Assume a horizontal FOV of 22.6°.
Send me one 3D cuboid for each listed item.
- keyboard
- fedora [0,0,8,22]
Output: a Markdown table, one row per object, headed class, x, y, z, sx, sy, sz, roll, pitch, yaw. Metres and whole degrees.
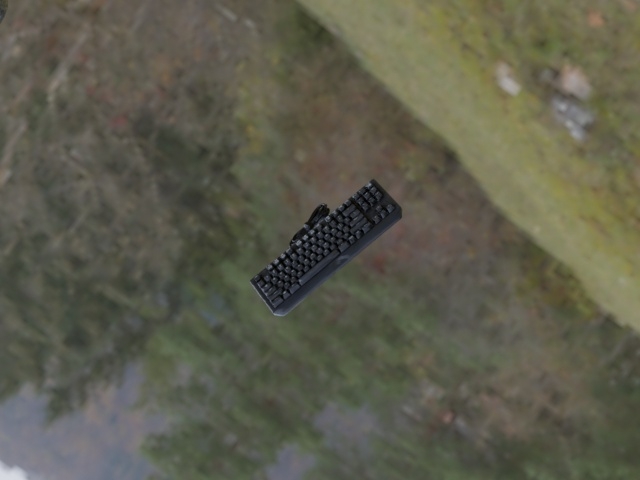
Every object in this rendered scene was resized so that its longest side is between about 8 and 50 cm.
| class | x | y | z | sx | sy | sz | roll | pitch | yaw |
| --- | --- | --- | --- | --- | --- | --- | --- | --- | --- |
| keyboard | 0.000 | 0.000 | 1.767 | 0.023 | 0.180 | 0.108 | 52 | 179 | -35 |
| fedora | -0.352 | -0.230 | 1.331 | 0.152 | 0.334 | 0.334 | 64 | 175 | 2 |
